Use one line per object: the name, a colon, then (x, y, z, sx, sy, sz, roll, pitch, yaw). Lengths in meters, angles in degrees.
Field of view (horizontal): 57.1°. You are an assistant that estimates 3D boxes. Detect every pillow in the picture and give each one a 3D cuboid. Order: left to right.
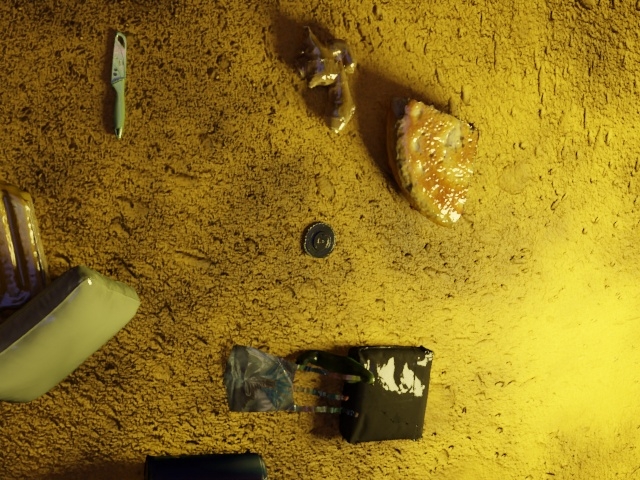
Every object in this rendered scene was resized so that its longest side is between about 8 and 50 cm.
pillow: (-0.511, 0.184, 1.109, 0.322, 0.255, 0.119, -40, 74, -5)

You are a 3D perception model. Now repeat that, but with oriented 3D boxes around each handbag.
handbag: (0.165, 0.375, 1.418, 0.223, 0.080, 0.246, 4, 100, -18)

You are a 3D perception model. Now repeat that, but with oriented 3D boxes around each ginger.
ginger: (0.010, -0.336, 1.241, 0.133, 0.059, 0.214, -3, 104, -24)

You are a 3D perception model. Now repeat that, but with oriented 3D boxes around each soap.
soap: (-0.616, 0.005, 1.109, 0.160, 0.080, 0.257, -10, 104, -17)

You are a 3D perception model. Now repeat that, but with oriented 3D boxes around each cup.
cup: (-0.266, 0.573, 1.316, 0.257, 0.255, 0.178, 5, 62, -20)

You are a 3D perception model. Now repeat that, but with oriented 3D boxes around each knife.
knife: (-0.396, -0.302, 1.149, 0.030, 0.014, 0.207, 3, 99, -17)

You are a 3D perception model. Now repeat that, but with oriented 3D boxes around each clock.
clock: (0.000, 0.000, 1.329, 0.074, 0.010, 0.083, 9, 99, -18)

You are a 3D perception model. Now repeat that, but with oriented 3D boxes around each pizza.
pizza: (0.263, -0.189, 1.330, 0.226, 0.086, 0.335, -34, 110, -12)

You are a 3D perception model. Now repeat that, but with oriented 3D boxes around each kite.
kite: (-0.066, 0.318, 1.311, 0.310, 0.015, 0.169, 2, 104, 6)

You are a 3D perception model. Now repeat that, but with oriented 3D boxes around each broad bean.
broad bean: (0.034, 0.287, 1.344, 0.196, 0.061, 0.046, 8, 138, 16)
